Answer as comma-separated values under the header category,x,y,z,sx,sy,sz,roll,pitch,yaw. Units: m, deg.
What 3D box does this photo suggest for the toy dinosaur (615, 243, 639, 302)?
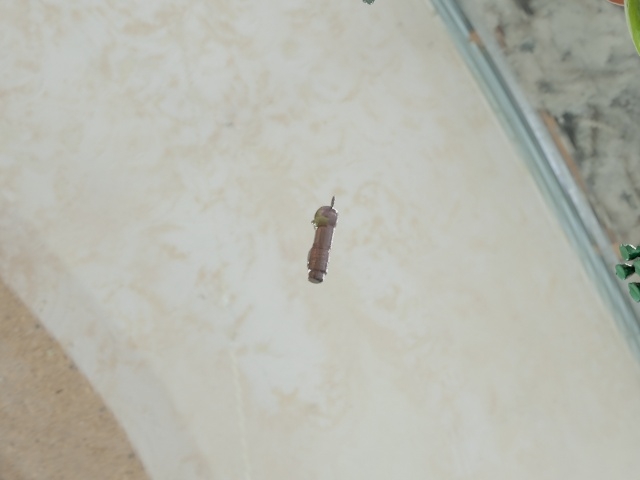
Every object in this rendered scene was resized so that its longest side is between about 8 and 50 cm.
category,x,y,z,sx,sy,sz,roll,pitch,yaw
toy dinosaur,0.413,0.031,1.446,0.096,0.059,0.132,-15,-137,-16

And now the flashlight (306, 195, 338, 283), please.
category,x,y,z,sx,sy,sz,roll,pitch,yaw
flashlight,0.000,0.000,1.478,0.031,0.052,0.110,14,-114,-7

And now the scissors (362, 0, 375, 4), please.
category,x,y,z,sx,sy,sz,roll,pitch,yaw
scissors,0.119,-0.385,1.487,0.256,0.029,0.383,58,-141,-12

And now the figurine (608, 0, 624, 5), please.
category,x,y,z,sx,sy,sz,roll,pitch,yaw
figurine,0.372,-0.471,1.696,0.269,0.211,0.261,56,-134,-20

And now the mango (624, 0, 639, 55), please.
category,x,y,z,sx,sy,sz,roll,pitch,yaw
mango,0.310,-0.215,1.121,0.073,0.056,0.108,31,-123,-76
